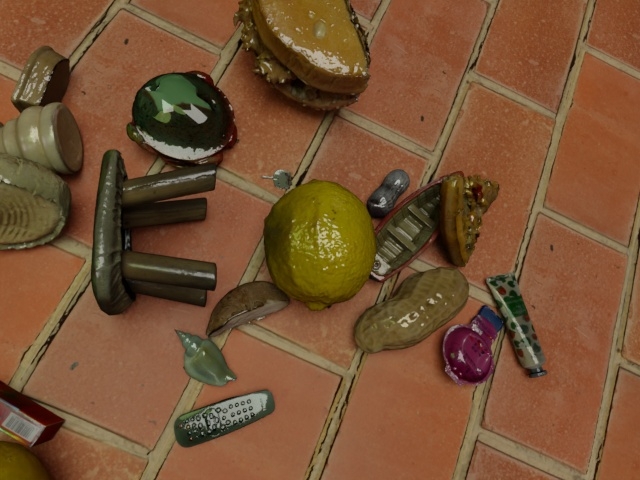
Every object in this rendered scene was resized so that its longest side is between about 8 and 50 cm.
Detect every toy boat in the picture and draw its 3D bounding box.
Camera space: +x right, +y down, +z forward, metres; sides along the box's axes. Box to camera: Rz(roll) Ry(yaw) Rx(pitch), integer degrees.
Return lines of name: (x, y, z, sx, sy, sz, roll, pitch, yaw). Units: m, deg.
toy boat: (0.250, -0.045, 1.184, 0.136, 0.079, 0.392, 43, 72, 6)
toy boat: (-0.674, -0.388, 1.089, 0.061, 0.116, 0.188, 16, 74, -11)

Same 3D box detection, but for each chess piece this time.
chess piece: (-0.729, -0.221, 1.013, 0.300, 0.167, 0.166, -7, 75, -8)

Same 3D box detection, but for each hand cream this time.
hand cream: (0.525, 0.220, 1.175, 0.096, 0.059, 0.275, -10, 72, -16)

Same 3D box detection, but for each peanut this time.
peanut: (0.226, 0.169, 1.089, 0.325, 0.140, 0.153, -26, 62, -12)

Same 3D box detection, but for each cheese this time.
cheese: (0.392, 0.265, 1.131, 0.155, 0.062, 0.244, 46, 58, 2)

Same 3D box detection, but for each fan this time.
fan: (-0.117, -0.165, 1.187, 0.084, 0.004, 0.055, 4, 74, -10)

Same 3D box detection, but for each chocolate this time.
chocolate: (0.182, -0.126, 1.199, 0.072, 0.072, 0.167, 37, 68, 1)

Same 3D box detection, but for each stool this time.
stool: (-0.349, -0.003, 0.950, 0.227, 0.310, 0.309, 3, 74, -20)

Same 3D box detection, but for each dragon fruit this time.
dragon fruit: (-0.351, -0.313, 1.127, 0.295, 0.130, 0.268, 42, 76, 3)

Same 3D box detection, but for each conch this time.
conch: (-0.269, 0.267, 1.000, 0.180, 0.065, 0.088, 45, 70, -2)

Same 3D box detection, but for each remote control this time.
remote control: (-0.211, 0.391, 0.987, 0.222, 0.042, 0.072, -16, 77, -14)

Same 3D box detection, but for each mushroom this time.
mushroom: (-0.179, 0.152, 1.046, 0.210, 0.072, 0.094, -19, 52, -16)

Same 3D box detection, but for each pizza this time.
pizza: (0.400, -0.057, 1.188, 0.288, 0.074, 0.250, -10, 110, -45)

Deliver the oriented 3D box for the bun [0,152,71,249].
bun: (-0.669, -0.095, 0.942, 0.260, 0.259, 0.152, -11, 59, -14)

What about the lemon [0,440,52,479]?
lemon: (-0.599, 0.491, 0.764, 0.258, 0.258, 0.309, -1, 98, -11)

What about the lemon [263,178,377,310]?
lemon: (0.000, 0.000, 1.026, 0.269, 0.268, 0.321, -4, 80, -12)

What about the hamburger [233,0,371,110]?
hamburger: (-0.076, -0.539, 1.165, 0.287, 0.268, 0.444, -17, 82, -17)

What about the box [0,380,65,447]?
box: (-0.617, 0.342, 0.886, 0.175, 0.112, 0.048, 32, 71, 0)
